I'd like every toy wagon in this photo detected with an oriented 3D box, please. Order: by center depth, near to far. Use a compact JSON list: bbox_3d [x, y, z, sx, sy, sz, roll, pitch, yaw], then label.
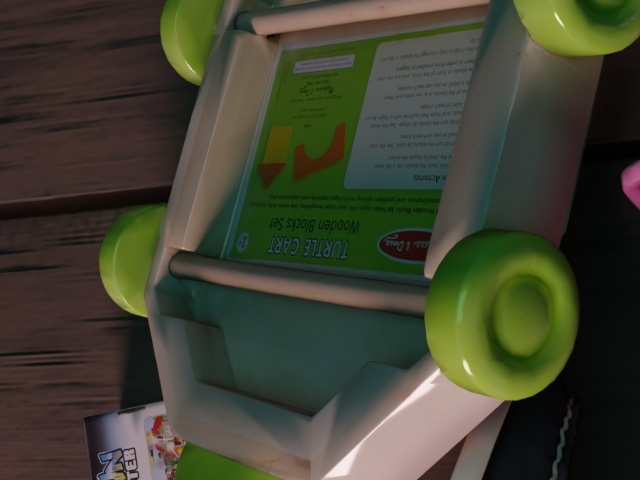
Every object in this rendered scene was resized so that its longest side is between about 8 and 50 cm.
[{"bbox_3d":[0.000,0.000,0.528,0.267,0.068,0.344,6,80,55],"label":"toy wagon"}]

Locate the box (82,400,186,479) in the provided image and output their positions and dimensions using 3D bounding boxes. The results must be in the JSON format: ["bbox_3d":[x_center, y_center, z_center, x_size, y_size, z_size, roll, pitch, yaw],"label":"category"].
[{"bbox_3d":[-0.041,0.173,0.602,0.114,0.036,0.207,-13,78,20],"label":"box"}]

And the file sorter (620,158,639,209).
[{"bbox_3d":[0.223,0.100,0.427,0.202,0.182,0.290,-12,78,20],"label":"file sorter"}]

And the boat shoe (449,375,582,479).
[{"bbox_3d":[0.078,0.218,0.502,0.113,0.127,0.340,12,82,15],"label":"boat shoe"}]
